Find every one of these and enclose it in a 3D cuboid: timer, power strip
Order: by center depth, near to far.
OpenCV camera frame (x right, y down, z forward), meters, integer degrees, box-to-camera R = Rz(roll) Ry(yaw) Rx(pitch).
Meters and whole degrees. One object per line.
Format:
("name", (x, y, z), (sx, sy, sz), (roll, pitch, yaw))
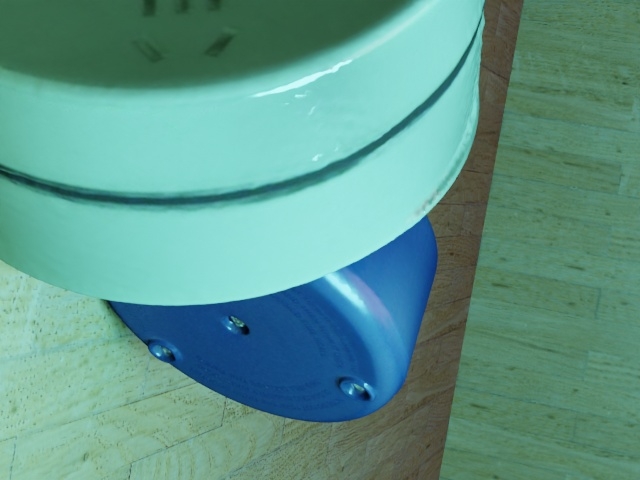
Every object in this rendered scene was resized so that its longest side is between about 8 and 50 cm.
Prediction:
("power strip", (-0.065, -0.140, 0.874), (0.161, 0.357, 0.357), (87, 20, -46))
("timer", (0.009, -0.072, 1.274), (0.270, 0.270, 0.383), (81, 31, -52))
